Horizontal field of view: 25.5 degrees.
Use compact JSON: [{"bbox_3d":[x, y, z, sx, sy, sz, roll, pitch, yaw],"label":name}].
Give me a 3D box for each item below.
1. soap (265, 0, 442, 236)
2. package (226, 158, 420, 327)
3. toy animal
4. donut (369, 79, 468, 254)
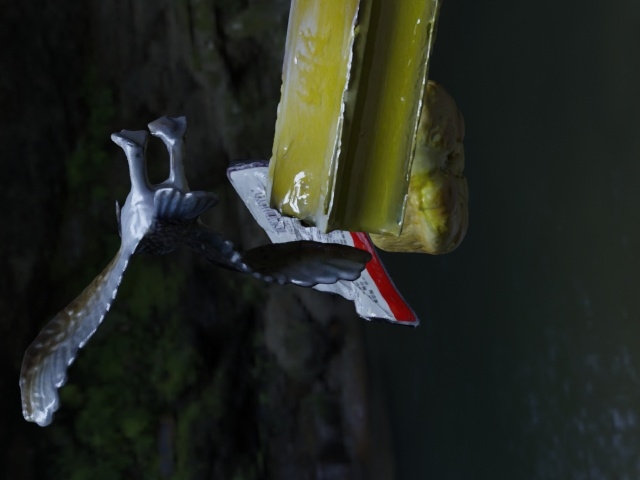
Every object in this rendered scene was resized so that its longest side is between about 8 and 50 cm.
[{"bbox_3d":[0.022,-0.125,1.034,0.135,0.076,0.233,-153,72,-66],"label":"soap"},{"bbox_3d":[0.000,0.000,1.244,0.154,0.030,0.239,61,163,-19],"label":"package"},{"bbox_3d":[-0.110,-0.014,1.038,0.197,0.273,0.160,-125,29,-47],"label":"toy animal"},{"bbox_3d":[0.110,-0.085,1.706,0.261,0.128,0.208,21,-115,-78],"label":"donut"}]
